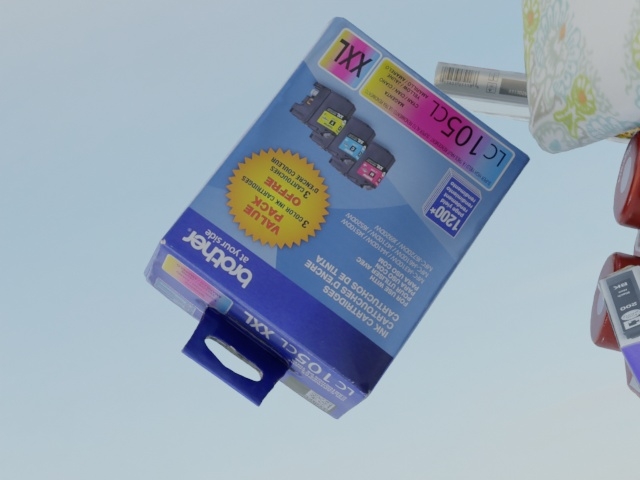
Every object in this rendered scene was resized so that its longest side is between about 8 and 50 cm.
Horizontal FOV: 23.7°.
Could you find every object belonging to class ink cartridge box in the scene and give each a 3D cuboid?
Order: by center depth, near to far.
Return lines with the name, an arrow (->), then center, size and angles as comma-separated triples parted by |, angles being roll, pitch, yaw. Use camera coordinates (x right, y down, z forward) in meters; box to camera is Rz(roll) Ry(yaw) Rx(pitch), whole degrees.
ink cartridge box -> 0.286, 0.142, 1.176 | 0.045, 0.206, 0.208 | -27, 14, 11
ink cartridge box -> 0.000, 0.000, 1.626 | 0.395, 0.270, 0.151 | -54, 1, -20
ink cartridge box -> 0.238, -0.174, 1.856 | 0.145, 0.045, 0.179 | 11, 2, 29

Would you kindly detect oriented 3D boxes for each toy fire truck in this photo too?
toy fire truck -> 0.374, 0.012, 1.597 | 0.169, 0.302, 0.254 | 11, 5, 1

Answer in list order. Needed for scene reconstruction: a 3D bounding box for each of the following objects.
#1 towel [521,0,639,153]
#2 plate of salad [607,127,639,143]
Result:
towel -> 0.298, -0.295, 1.511 | 0.090, 0.374, 0.320 | 0, -7, -17
plate of salad -> 0.459, -0.194, 2.140 | 0.200, 0.200, 0.048 | -16, -59, -5
